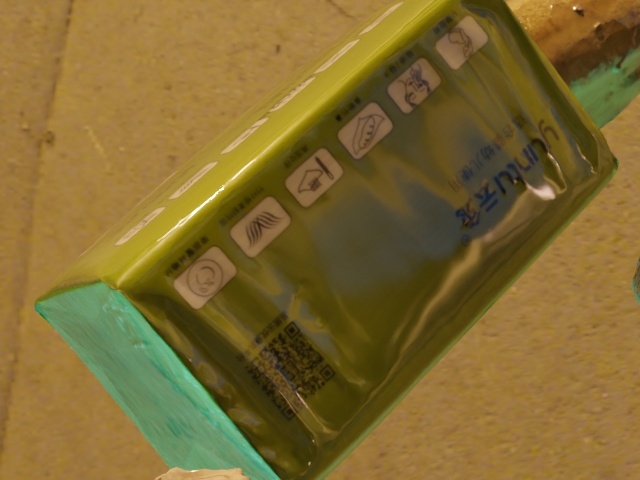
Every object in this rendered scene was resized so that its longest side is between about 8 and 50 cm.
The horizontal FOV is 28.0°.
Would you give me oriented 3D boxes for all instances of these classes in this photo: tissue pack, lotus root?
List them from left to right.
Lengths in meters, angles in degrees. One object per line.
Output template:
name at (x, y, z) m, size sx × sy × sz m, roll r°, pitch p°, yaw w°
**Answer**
tissue pack at (0.000, 0.000, 0.752) m, size 0.167 × 0.275 × 0.200 m, roll 52°, pitch 157°, yaw -11°
lotus root at (0.243, -0.185, 1.297) m, size 0.343 × 0.169 × 0.151 m, roll -36°, pitch 55°, yaw -11°

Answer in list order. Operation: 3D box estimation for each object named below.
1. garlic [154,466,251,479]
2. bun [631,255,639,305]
garlic at (-0.004, 0.163, 0.347) m, size 0.219 × 0.218 × 0.212 m, roll -4°, pitch 115°, yaw 37°
bun at (0.467, 0.026, 1.575) m, size 0.173 × 0.113 × 0.166 m, roll -52°, pitch 19°, yaw 38°
